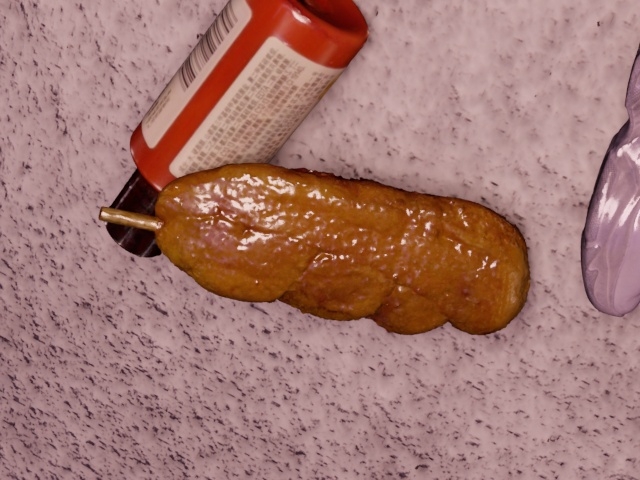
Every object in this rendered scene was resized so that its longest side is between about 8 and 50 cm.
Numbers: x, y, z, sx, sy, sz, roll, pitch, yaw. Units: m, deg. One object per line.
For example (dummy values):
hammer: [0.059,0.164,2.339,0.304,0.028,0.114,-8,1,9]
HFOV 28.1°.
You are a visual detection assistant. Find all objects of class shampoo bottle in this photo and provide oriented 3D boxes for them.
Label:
shampoo bottle: [-0.083,-0.095,1.037,0.104,0.104,0.278,42,118,0]

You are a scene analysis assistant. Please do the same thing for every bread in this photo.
bread: [0.000,0.001,1.004,0.344,0.084,0.124,10,108,-9]

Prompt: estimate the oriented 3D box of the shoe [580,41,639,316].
shoe: [0.275,-0.050,0.936,0.137,0.095,0.245,19,109,15]
